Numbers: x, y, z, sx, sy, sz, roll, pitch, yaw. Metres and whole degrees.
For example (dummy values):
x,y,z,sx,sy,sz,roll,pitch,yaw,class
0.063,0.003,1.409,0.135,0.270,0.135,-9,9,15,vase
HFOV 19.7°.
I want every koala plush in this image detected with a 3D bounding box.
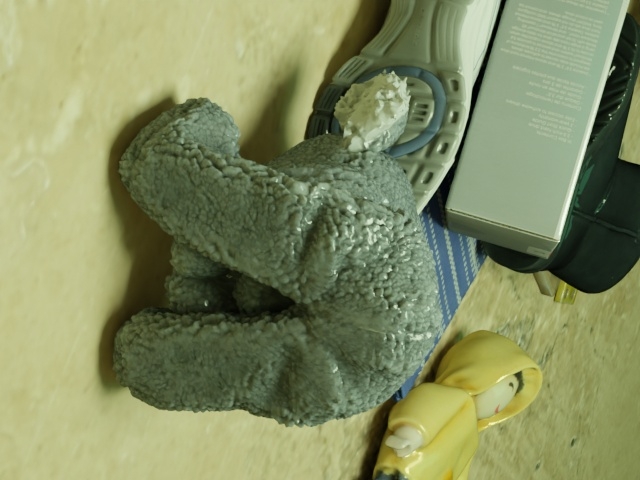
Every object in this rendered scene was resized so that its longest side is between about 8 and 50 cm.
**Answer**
x,y,z,sx,sy,sz,roll,pitch,yaw,class
0.000,0.000,1.185,0.221,0.203,0.196,-49,149,-61,koala plush

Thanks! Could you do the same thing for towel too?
x,y,z,sx,sy,sz,roll,pitch,yaw,class
0.105,-0.057,1.524,0.336,0.040,0.243,-57,150,-32,towel

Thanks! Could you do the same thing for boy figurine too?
x,y,z,sx,sy,sz,roll,pitch,yaw,class
0.098,0.201,1.607,0.285,0.092,0.177,-51,145,-31,boy figurine

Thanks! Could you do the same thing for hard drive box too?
x,y,z,sx,sy,sz,roll,pitch,yaw,class
0.168,-0.113,1.414,0.181,0.089,0.232,38,68,-84,hard drive box

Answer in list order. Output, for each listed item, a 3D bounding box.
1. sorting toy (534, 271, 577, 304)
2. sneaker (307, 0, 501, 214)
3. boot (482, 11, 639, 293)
x,y,z,sx,sy,sz,roll,pitch,yaw,class
0.257,-0.019,1.833,0.132,0.046,0.274,-63,154,-18,sorting toy
0.081,-0.128,1.339,0.297,0.111,0.129,-69,161,-3,sneaker
0.242,-0.075,1.630,0.207,0.094,0.246,10,101,-61,boot
